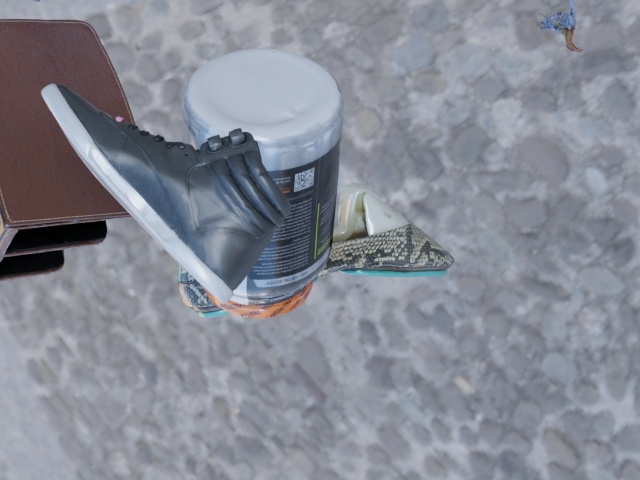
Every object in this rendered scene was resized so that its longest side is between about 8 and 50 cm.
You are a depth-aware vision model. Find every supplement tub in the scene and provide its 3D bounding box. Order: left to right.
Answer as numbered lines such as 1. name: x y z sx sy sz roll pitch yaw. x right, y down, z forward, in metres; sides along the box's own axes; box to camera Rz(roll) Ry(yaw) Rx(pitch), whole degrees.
1. supplement tub: -0.080 -0.068 1.618 0.207 0.207 0.338 29 138 24

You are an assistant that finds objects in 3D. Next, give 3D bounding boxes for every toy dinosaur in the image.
1. toy dinosaur: 0.285 -0.253 1.429 0.047 0.082 0.090 -22 83 28

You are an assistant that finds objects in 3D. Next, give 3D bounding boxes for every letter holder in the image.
1. letter holder: -0.361 -0.122 1.558 0.152 0.214 0.302 -47 59 49

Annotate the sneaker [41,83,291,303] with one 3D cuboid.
1. sneaker: -0.152 -0.086 1.269 0.296 0.147 0.104 45 173 6

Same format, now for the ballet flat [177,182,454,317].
1. ballet flat: 0.000 0.000 1.964 0.164 0.483 0.182 -164 67 -67
